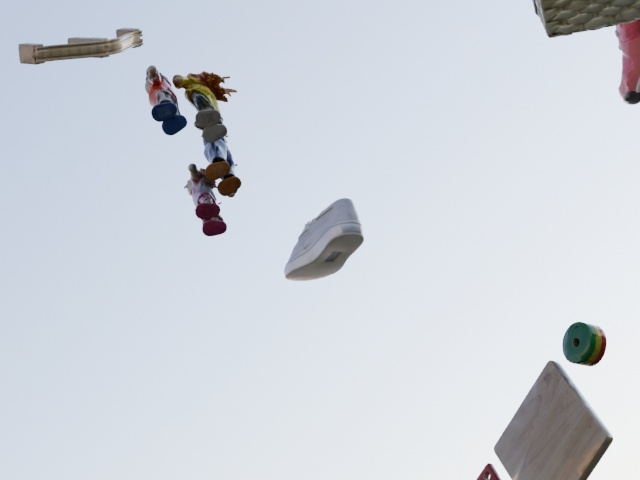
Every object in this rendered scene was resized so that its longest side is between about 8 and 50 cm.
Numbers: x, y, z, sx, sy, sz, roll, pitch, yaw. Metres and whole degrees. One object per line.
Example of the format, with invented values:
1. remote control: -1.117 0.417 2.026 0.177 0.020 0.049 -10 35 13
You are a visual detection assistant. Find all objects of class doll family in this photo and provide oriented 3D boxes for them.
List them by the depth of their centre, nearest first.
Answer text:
1. doll family: -0.154 -0.141 2.038 0.118 0.163 0.263 -20 -61 -3

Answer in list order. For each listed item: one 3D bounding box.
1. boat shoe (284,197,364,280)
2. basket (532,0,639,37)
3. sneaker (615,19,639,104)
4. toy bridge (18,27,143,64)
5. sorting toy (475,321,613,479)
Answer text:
1. boat shoe: 0.000 0.000 1.911 0.066 0.063 0.184 2 -23 -18
2. basket: 0.324 -0.312 1.712 0.167 0.103 0.113 -11 -57 10
3. sneaker: 0.443 -0.332 2.024 0.116 0.136 0.313 -44 -27 -40
4. toy bridge: -0.286 -0.239 1.825 0.063 0.026 0.188 8 18 36
5. sorting toy: 0.258 0.230 1.603 0.046 0.132 0.274 13 -63 -30
